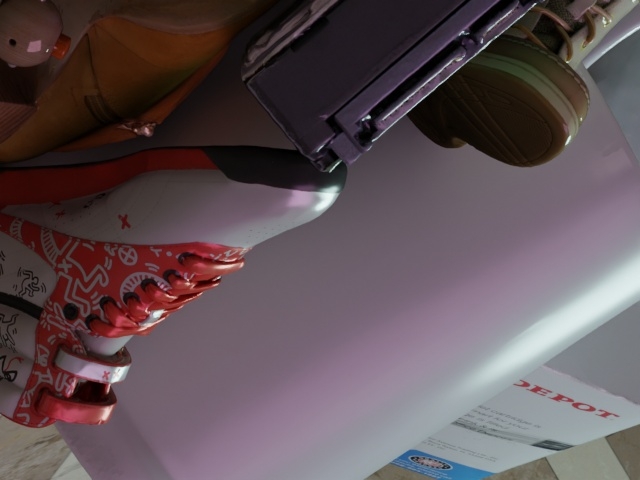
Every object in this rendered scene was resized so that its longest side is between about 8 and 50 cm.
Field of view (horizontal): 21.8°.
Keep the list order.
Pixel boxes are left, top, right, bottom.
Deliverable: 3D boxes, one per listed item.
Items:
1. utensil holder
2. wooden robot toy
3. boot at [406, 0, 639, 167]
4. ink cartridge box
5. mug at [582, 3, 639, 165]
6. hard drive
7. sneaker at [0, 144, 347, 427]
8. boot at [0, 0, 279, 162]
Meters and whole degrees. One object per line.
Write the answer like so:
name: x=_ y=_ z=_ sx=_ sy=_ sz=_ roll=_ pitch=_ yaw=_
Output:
utensil holder: x=0.000 y=0.000 z=1.141 sx=0.385 sy=0.327 sz=0.327 roll=-31 pitch=165 yaw=1
wooden robot toy: x=-0.147 y=-0.118 z=0.779 sx=0.173 sy=0.079 sz=0.076 roll=-60 pitch=-177 yaw=25
boot: x=0.129 y=-0.120 z=0.893 sx=0.165 sy=0.077 sz=0.213 roll=-41 pitch=-167 yaw=-6
ink cartridge box: x=0.111 y=0.081 z=1.521 sx=0.285 sy=0.166 sz=0.395 roll=21 pitch=157 yaw=-16
mug: x=0.330 y=-0.157 z=1.354 sx=0.328 sy=0.276 sz=0.374 roll=-32 pitch=158 yaw=35
hard drive: x=0.064 y=-0.142 z=0.820 sx=0.237 sy=0.064 sz=0.339 roll=-41 pitch=-171 yaw=4
sneaker: x=-0.101 y=0.028 z=0.902 sx=0.270 sy=0.145 sz=0.090 roll=-4 pitch=174 yaw=32
boot: x=-0.080 y=-0.132 z=0.905 sx=0.295 sy=0.104 sz=0.211 roll=-27 pitch=175 yaw=17
